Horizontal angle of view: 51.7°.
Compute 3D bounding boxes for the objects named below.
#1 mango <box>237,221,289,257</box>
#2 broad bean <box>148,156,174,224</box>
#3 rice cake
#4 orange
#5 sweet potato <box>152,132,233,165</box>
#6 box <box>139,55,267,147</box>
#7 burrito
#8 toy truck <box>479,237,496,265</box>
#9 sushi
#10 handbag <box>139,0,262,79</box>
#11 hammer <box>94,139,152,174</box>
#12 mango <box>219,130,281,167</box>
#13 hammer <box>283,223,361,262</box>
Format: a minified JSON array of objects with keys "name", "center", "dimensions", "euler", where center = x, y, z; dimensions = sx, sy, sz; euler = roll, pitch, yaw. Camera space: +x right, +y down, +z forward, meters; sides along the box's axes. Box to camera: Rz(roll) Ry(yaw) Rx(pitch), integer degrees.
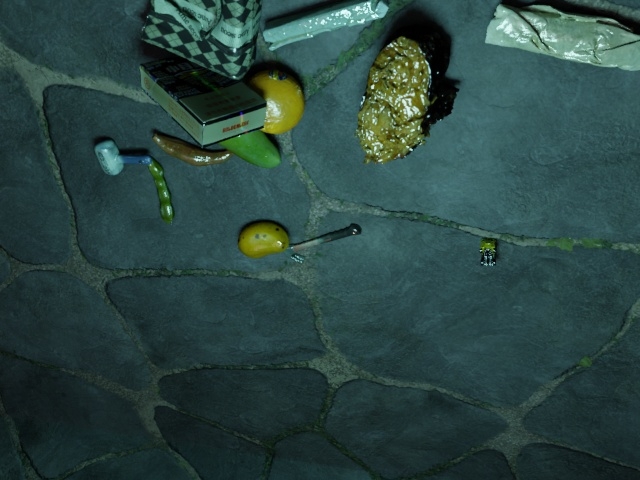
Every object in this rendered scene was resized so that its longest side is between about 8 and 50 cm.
[{"name":"mango","center":[-0.189,-0.005,2.169],"dimensions":[0.178,0.090,0.115],"euler":[-14,86,25]},{"name":"broad bean","center":[-0.520,-0.163,2.158],"dimensions":[0.053,0.052,0.256],"euler":[-23,128,-18]},{"name":"rice cake","center":[0.011,-0.559,1.669],"dimensions":[0.337,0.066,0.063],"euler":[-9,135,23]},{"name":"orange","center":[-0.130,-0.378,1.806],"dimensions":[0.178,0.155,0.177],"euler":[-1,133,-1]},{"name":"sweet potato","center":[-0.391,-0.270,2.029],"dimensions":[0.256,0.058,0.078],"euler":[13,111,-1]},{"name":"box","center":[-0.307,-0.377,1.726],"dimensions":[0.310,0.198,0.084],"euler":[43,141,29]},{"name":"burrito","center":[0.595,-0.484,1.568],"dimensions":[0.393,0.076,0.117],"euler":[13,131,5]},{"name":"toy truck","center":[0.519,0.034,2.044],"dimensions":[0.049,0.054,0.083],"euler":[-1,129,16]},{"name":"sushi","center":[0.224,-0.365,1.688],"dimensions":[0.235,0.207,0.348],"euler":[18,130,9]},{"name":"handbag","center":[-0.305,-0.639,1.629],"dimensions":[0.317,0.180,0.416],"euler":[20,137,9]},{"name":"hammer","center":[-0.613,-0.258,2.073],"dimensions":[0.194,0.069,0.116],"euler":[6,131,22]},{"name":"mango","center":[-0.220,-0.299,1.908],"dimensions":[0.251,0.114,0.156],"euler":[31,166,-28]},{"name":"hammer","center":[0.000,0.000,2.169],"dimensions":[0.288,0.033,0.111],"euler":[-18,122,27]}]
